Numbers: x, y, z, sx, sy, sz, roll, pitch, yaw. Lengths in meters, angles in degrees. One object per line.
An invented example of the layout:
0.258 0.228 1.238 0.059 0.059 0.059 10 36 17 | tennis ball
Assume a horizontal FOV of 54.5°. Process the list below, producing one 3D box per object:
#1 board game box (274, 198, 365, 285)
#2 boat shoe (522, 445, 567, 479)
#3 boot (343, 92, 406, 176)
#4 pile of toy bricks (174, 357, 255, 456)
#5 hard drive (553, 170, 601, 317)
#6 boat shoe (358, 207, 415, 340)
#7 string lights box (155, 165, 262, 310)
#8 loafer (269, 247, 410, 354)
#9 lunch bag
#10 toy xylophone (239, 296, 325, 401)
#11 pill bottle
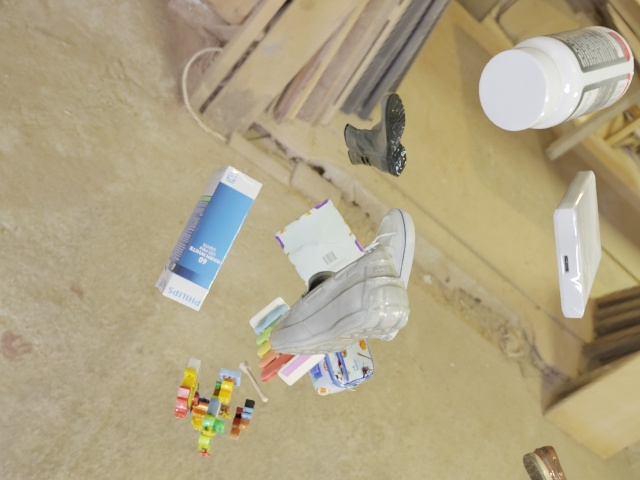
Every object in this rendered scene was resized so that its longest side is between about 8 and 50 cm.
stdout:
0.000 0.000 1.423 0.142 0.144 0.275 56 2 -2 | board game box
0.428 0.450 1.100 0.060 0.064 0.178 -24 84 -16 | boat shoe
0.126 -0.266 1.557 0.161 0.247 0.083 19 53 25 | boot
-0.170 0.280 0.963 0.118 0.212 0.105 13 55 1 | pile of toy bricks
0.580 -0.005 1.390 0.353 0.047 0.233 -32 115 -55 | hard drive
0.137 0.065 1.609 0.156 0.136 0.367 21 68 -21 | boat shoe
-0.215 -0.008 1.173 0.076 0.133 0.260 28 84 -20 | string lights box
0.017 0.101 0.914 0.112 0.319 0.112 7 68 -32 | loafer
0.037 0.305 1.843 0.243 0.115 0.304 3 63 -55 | lunch bag
-0.110 0.284 1.626 0.236 0.322 0.081 -44 117 -11 | toy xylophone
0.427 -0.294 1.129 0.283 0.161 0.161 -21 75 -36 | pill bottle
